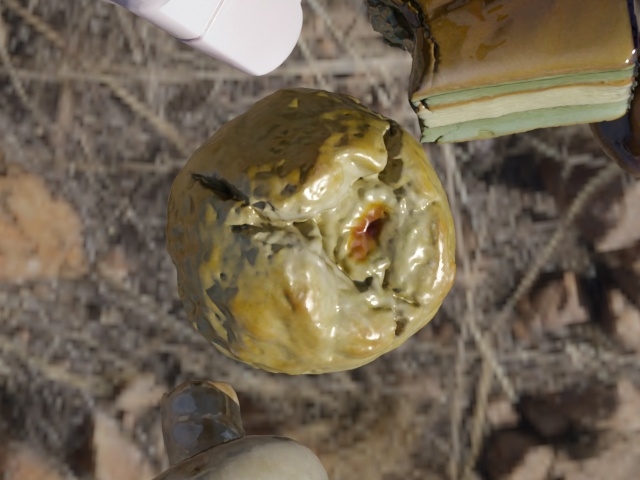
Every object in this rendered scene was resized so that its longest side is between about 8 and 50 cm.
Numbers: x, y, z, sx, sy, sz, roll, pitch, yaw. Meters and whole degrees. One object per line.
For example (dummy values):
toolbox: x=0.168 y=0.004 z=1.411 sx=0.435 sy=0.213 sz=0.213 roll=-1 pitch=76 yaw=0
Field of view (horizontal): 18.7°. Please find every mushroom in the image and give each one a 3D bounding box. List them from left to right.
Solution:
mushroom: x=-0.094 y=0.229 z=1.685 sx=0.206 sy=0.206 sz=0.209 roll=-27 pitch=90 yaw=22
mushroom: x=0.316 y=-0.112 z=1.701 sx=0.171 sy=0.080 sz=0.135 roll=20 pitch=110 yaw=5

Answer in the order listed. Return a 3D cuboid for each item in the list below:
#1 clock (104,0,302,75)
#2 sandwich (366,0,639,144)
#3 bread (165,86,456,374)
clock: x=-0.104 y=-0.302 z=1.235 sx=0.342 sy=0.326 sz=0.184 roll=-57 pitch=148 yaw=0
sandwich: x=0.133 y=-0.209 z=1.533 sx=0.198 sy=0.227 sz=0.155 roll=-9 pitch=165 yaw=3
bread: x=0.000 y=0.000 z=1.536 sx=0.244 sy=0.134 sz=0.244 roll=-3 pitch=97 yaw=-24
